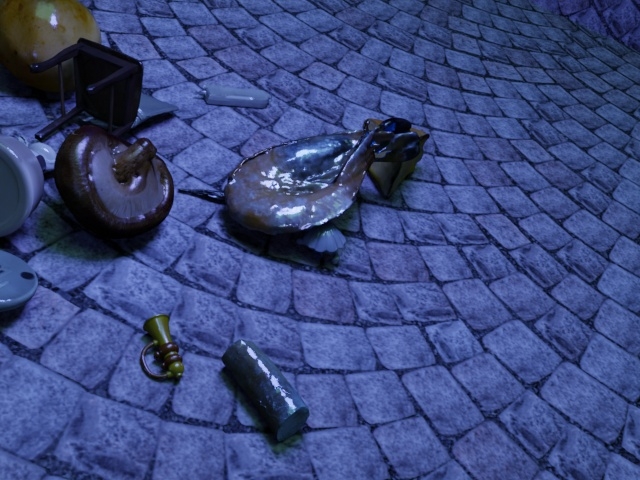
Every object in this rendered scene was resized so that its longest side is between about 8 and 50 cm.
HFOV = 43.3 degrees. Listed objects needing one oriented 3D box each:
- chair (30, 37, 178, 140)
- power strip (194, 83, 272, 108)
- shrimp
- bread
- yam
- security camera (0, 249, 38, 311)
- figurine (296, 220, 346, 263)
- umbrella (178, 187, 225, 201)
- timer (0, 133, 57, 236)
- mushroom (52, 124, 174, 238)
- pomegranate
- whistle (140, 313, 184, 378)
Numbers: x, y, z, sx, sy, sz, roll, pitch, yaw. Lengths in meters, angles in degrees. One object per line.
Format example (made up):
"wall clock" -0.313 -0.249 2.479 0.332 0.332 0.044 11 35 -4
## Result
"chair" -0.423 -0.307 1.636 0.160 0.186 0.319 22 37 15
"power strip" -0.205 -0.340 1.906 0.191 0.030 0.048 1 44 -25
"shrimp" 0.017 -0.138 1.609 0.445 0.110 0.221 -26 54 -23
"bread" 0.181 -0.182 1.821 0.169 0.140 0.160 6 35 -19
"yam" -0.085 0.227 1.261 0.068 0.068 0.169 -15 52 -37
"security camera" -0.551 0.099 1.191 0.157 0.080 0.301 27 28 10
"figurine" 0.000 0.000 1.576 0.094 0.082 0.086 0 59 -9
"umbrella" -0.152 -0.079 1.628 0.268 0.044 0.044 5 66 -6
"timer" -0.538 -0.126 1.432 0.175 0.175 0.266 21 20 0
"mushroom" -0.376 -0.098 1.434 0.231 0.138 0.194 32 67 -40
"pomegranate" -0.578 -0.424 1.687 0.233 0.233 0.233 13 39 -11
"whistle" -0.251 0.171 1.270 0.057 0.046 0.109 8 44 -40
